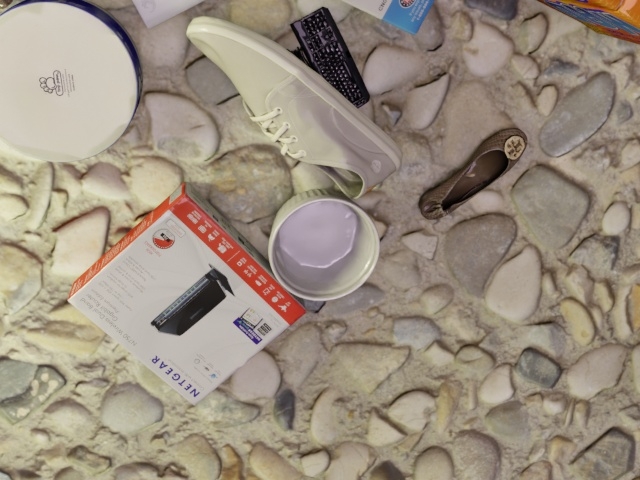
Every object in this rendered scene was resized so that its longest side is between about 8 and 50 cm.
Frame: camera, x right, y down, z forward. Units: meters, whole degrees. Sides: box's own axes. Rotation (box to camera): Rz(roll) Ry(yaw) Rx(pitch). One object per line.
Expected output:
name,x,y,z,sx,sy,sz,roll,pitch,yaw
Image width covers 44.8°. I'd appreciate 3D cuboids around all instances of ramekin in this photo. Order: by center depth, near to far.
ramekin,0.000,0.000,1.468,0.207,0.109,0.207,-4,112,-9

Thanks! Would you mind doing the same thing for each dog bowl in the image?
dog bowl,-0.431,-0.267,1.287,0.264,0.104,0.265,-3,112,-8

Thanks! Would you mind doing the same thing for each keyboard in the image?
keyboard,0.012,-0.308,1.383,0.100,0.038,0.192,-29,113,3

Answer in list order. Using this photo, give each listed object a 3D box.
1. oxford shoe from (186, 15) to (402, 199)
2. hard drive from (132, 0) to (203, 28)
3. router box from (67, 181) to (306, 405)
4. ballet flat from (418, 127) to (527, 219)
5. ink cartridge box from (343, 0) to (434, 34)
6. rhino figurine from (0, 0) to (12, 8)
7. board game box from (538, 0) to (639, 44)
oxford shoe,-0.047,-0.218,1.335,0.449,0.169,0.130,36,82,-25
hard drive,-0.195,-0.507,1.264,0.307,0.040,0.203,-27,114,1
router box,-0.247,0.109,1.484,0.301,0.082,0.335,-41,113,8
ballet flat,0.298,-0.122,1.495,0.250,0.058,0.084,-36,114,6
ink cartridge box,0.059,-0.497,1.223,0.307,0.129,0.223,18,115,-25
rhino figurine,-0.529,-0.415,1.217,0.243,0.073,0.106,-44,125,-7
board game box,0.464,-0.534,1.191,0.356,0.356,0.357,22,107,-17
